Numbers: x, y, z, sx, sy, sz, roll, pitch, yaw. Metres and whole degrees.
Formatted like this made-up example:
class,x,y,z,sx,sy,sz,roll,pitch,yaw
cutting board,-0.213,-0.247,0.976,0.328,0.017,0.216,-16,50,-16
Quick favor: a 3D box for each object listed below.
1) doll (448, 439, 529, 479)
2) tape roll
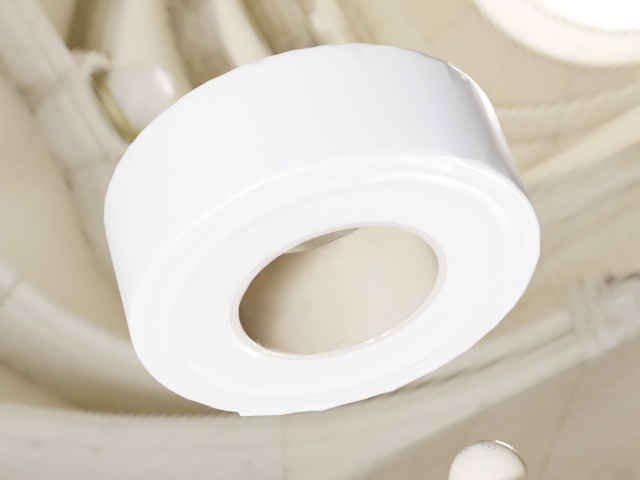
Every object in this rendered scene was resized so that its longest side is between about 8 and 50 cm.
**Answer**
class,x,y,z,sx,sy,sz,roll,pitch,yaw
doll,0.060,0.151,0.805,0.046,0.129,0.189,60,-151,-19
tape roll,0.000,0.000,1.270,0.286,0.286,0.100,39,-154,-50
